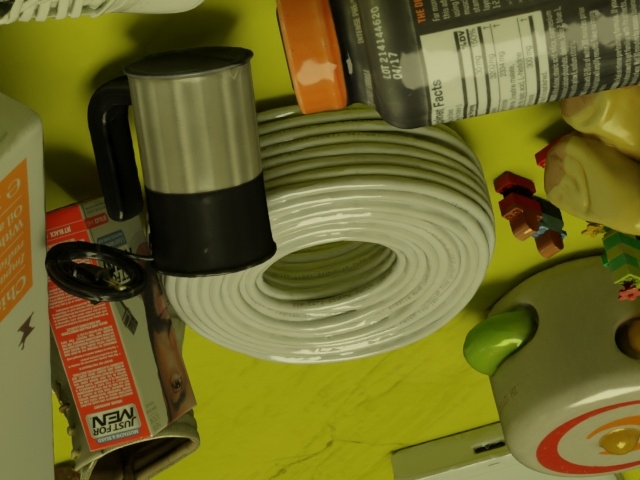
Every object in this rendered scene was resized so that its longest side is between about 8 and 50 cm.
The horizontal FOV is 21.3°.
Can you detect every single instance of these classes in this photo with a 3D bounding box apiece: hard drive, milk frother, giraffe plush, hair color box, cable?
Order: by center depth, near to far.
[{"bbox_3d":[-0.106,-0.041,1.070,0.129,0.143,0.134,-2,108,17],"label":"milk frother"},{"bbox_3d":[0.287,-0.060,1.193,0.170,0.210,0.181,-21,160,-47],"label":"giraffe plush"},{"bbox_3d":[-0.147,0.053,1.194,0.053,0.167,0.093,-14,-175,18],"label":"hair color box"},{"bbox_3d":[0.000,0.000,1.255,0.257,0.089,0.257,5,146,-23],"label":"cable"},{"bbox_3d":[0.215,0.269,1.809,0.203,0.040,0.307,-17,148,12],"label":"hard drive"}]

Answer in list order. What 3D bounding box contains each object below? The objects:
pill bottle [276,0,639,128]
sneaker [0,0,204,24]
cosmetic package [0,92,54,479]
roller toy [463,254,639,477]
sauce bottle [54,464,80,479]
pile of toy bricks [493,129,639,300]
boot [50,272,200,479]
[{"bbox_3d":[0.098,-0.141,1.014,0.246,0.130,0.130,-11,149,2],"label":"pill bottle"},{"bbox_3d":[-0.159,-0.157,0.948,0.235,0.094,0.090,11,142,-33],"label":"sneaker"},{"bbox_3d":[-0.304,0.103,1.111,0.161,0.230,0.453,28,143,15],"label":"cosmetic package"},{"bbox_3d":[0.245,0.115,1.459,0.209,0.146,0.191,-20,148,14],"label":"roller toy"},{"bbox_3d":[-0.218,0.255,1.657,0.042,0.042,0.128,-22,146,19],"label":"sauce bottle"},{"bbox_3d":[0.235,0.000,1.307,0.212,0.105,0.118,18,139,-38],"label":"pile of toy bricks"},{"bbox_3d":[-0.196,0.121,1.323,0.213,0.165,0.077,-19,148,14],"label":"boot"}]
